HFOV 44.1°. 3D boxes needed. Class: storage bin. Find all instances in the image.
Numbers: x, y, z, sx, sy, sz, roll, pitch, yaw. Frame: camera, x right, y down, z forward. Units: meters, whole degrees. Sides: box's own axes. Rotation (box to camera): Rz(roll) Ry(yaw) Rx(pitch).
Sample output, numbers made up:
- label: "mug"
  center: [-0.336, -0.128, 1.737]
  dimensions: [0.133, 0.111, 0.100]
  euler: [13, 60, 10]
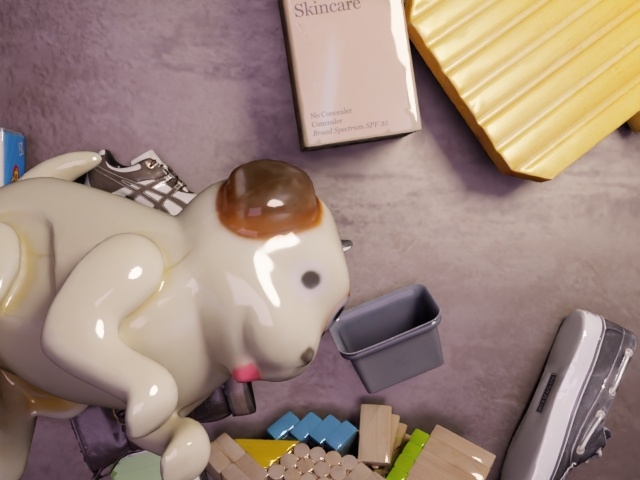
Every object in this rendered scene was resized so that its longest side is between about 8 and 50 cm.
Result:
- label: "storage bin"
  center: [0.089, 0.127, 1.005]
  dimensions: [0.135, 0.098, 0.091]
  euler: [-21, 122, -3]

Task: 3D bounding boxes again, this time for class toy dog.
- label: "toy dog"
  center: [-0.171, 0.061, 0.821]
  dimensions: [0.408, 0.395, 0.284]
  euler: [-7, 131, 8]

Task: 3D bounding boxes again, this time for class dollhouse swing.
- label: "dollhouse swing"
  center: [0.329, -0.280, 0.891]
  dimensions: [0.305, 0.315, 0.346]
  euler: [-37, 96, -29]

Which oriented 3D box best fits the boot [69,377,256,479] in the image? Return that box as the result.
- label: "boot"
  center: [-0.215, 0.136, 0.956]
  dimensions: [0.229, 0.091, 0.262]
  euler: [-16, 78, -3]

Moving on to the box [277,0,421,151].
- label: "box"
  center: [0.023, -0.272, 0.955]
  dimensions: [0.148, 0.121, 0.310]
  euler: [-10, 94, -3]

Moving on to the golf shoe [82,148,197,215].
- label: "golf shoe"
  center: [-0.195, -0.063, 0.976]
  dimensions: [0.198, 0.077, 0.093]
  euler: [9, 92, -5]

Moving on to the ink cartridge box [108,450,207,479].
- label: "ink cartridge box"
  center: [-0.198, 0.329, 1.003]
  dimensions: [0.109, 0.062, 0.209]
  euler: [-14, 91, -2]

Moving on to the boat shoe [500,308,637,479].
- label: "boat shoe"
  center: [0.322, 0.243, 1.018]
  dimensions: [0.102, 0.108, 0.301]
  euler: [23, 84, -3]

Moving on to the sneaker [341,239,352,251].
- label: "sneaker"
  center: [0.000, 0.000, 1.014]
  dimensions: [0.083, 0.031, 0.035]
  euler: [-1, 93, -4]

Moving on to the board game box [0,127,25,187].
- label: "board game box"
  center: [-0.522, 0.017, 0.954]
  dimensions: [0.302, 0.086, 0.308]
  euler: [1, 93, -4]

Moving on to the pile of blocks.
- label: "pile of blocks"
  center: [0.033, 0.299, 1.012]
  dimensions: [0.363, 0.148, 0.112]
  euler: [6, 136, 5]
